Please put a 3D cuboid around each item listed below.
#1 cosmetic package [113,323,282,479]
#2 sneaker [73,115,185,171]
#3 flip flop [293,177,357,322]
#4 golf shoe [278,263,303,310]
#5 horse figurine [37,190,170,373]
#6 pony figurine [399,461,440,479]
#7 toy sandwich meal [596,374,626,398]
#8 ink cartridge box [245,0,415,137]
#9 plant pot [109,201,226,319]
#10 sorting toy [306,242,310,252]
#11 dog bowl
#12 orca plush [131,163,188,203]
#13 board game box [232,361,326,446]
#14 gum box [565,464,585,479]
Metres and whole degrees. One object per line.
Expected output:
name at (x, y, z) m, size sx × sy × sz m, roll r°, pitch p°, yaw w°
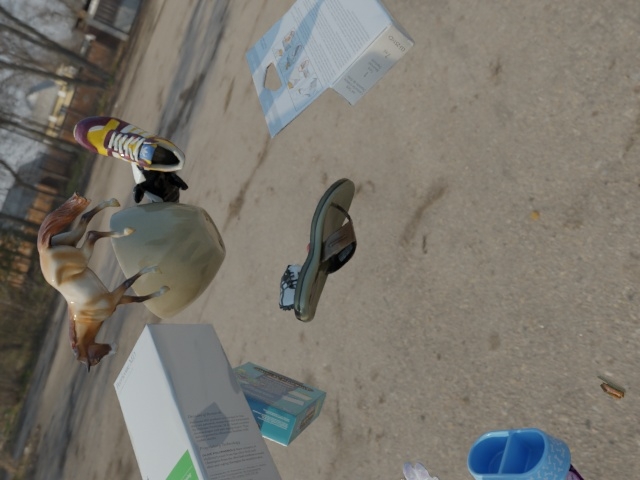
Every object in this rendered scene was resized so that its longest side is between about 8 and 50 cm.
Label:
cosmetic package at (-0.240, 0.351, 1.115) m, size 0.197 × 0.155 × 0.365 m, roll -57°, pitch 49°, yaw 27°
sneaker at (-0.320, -0.164, 1.022) m, size 0.084 × 0.185 × 0.069 m, roll 31°, pitch 107°, yaw 55°
flip flop at (0.022, 0.020, 1.101) m, size 0.080 × 0.112 × 0.277 m, roll 11°, pitch 74°, yaw 21°
golf shoe at (-0.057, 0.100, 1.303) m, size 0.198 × 0.077 × 0.094 m, roll -159°, pitch 68°, yaw -76°
horse figurine at (-0.342, 0.050, 0.900) m, size 0.174 × 0.263 × 0.066 m, roll -32°, pitch 33°, yaw -18°
pony figurine at (0.222, 0.751, 1.411) m, size 0.303 × 0.351 × 0.363 m, roll -40°, pitch 3°, yaw 40°
toy sandwich meal at (0.744, 0.377, 1.535) m, size 0.029 × 0.085 × 0.085 m, roll -64°, pitch 25°, yaw 6°
ink cartridge box at (-0.001, -0.328, 1.028) m, size 0.261 × 0.066 × 0.296 m, roll -41°, pitch 42°, yaw 22°
plant pot at (-0.339, 0.019, 1.426) m, size 0.191 × 0.284 × 0.284 m, roll -26°, pitch 34°, yaw 3°
sorting toy at (0.000, 0.000, 1.731) m, size 0.102 × 0.061 × 0.042 m, roll -41°, pitch 12°, yaw 14°
dog bowl at (0.508, 0.576, 1.574) m, size 0.297 × 0.074 × 0.166 m, roll -31°, pitch 23°, yaw 53°
orca plush at (-0.385, -0.122, 1.498) m, size 0.151 × 0.102 × 0.287 m, roll -58°, pitch -25°, yaw -49°
board game box at (-0.146, 0.424, 1.591) m, size 0.336 × 0.254 × 0.079 m, roll 19°, pitch -91°, yaw -76°
gum box at (0.662, 0.674, 1.627) m, size 0.188 × 0.062 × 0.107 m, roll 53°, pitch 140°, yaw 24°
